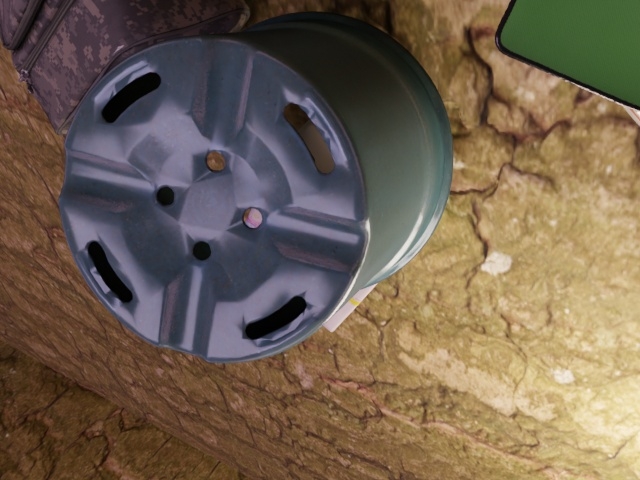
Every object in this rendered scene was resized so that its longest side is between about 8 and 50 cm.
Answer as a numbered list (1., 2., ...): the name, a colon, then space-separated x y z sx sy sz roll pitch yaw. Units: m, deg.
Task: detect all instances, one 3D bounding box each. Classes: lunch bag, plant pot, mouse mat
1. lunch bag: -0.275 -0.307 0.851 0.305 0.212 0.256 -21 97 52
2. plant pot: -0.052 -0.060 0.669 0.341 0.334 0.341 3 103 14
3. mouse mat: 0.230 -0.204 0.504 0.152 0.007 0.190 18 107 -14

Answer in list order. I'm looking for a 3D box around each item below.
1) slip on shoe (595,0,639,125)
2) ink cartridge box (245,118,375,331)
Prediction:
1. slip on shoe: 0.227 -0.224 0.558 0.331 0.123 0.101 46 -179 -20
2. ink cartridge box: 0.000 0.000 1.004 0.207 0.119 0.353 37 146 3
